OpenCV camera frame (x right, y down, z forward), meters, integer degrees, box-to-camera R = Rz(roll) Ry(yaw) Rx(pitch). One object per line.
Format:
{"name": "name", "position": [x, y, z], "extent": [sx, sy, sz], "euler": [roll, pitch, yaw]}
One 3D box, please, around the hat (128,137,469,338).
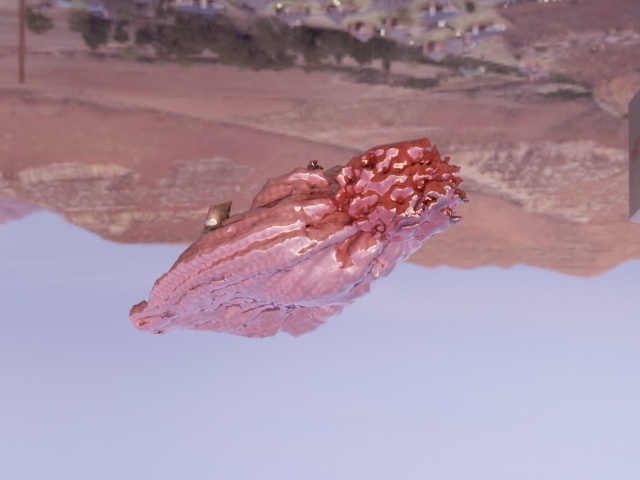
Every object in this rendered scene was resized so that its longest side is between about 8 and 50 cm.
{"name": "hat", "position": [0.000, 0.000, 0.638], "extent": [0.236, 0.107, 0.286], "euler": [-11, 163, -38]}

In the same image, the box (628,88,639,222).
{"name": "box", "position": [0.378, -0.064, 0.728], "extent": [0.201, 0.141, 0.058], "euler": [15, 151, -4]}
